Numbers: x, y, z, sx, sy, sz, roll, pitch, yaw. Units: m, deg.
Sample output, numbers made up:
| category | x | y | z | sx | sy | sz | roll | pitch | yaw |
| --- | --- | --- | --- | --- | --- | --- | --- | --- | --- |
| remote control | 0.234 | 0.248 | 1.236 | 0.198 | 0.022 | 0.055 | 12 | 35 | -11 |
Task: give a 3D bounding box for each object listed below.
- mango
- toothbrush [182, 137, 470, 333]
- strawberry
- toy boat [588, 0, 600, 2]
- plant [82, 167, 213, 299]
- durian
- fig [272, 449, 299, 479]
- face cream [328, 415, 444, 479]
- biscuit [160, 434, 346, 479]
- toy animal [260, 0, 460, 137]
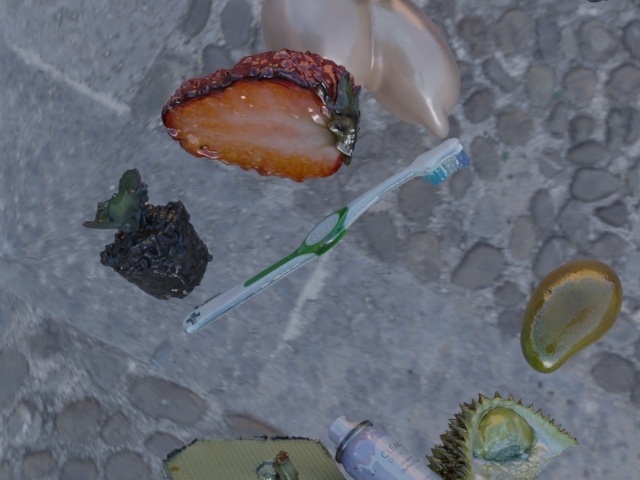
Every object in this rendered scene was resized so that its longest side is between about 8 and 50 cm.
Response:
| category | x | y | z | sx | sy | sz | roll | pitch | yaw |
| --- | --- | --- | --- | --- | --- | --- | --- | --- | --- |
| mango | 0.406 | 0.119 | 1.752 | 0.136 | 0.099 | 0.227 | 42 | 68 | 6 |
| toothbrush | -0.003 | -0.003 | 1.315 | 0.418 | 0.042 | 0.040 | -32 | 128 | 9 |
| strawberry | -0.065 | -0.168 | 1.282 | 0.236 | 0.190 | 0.111 | 4 | 54 | 10 |
| toy boat | 0.148 | -0.177 | 0.596 | 0.060 | 0.137 | 0.061 | -34 | 76 | 8 |
| plant | -0.269 | -0.005 | 1.665 | 0.203 | 0.131 | 0.142 | 42 | 56 | -29 |
| durian | 0.248 | 0.344 | 1.639 | 0.306 | 0.166 | 0.172 | -14 | 134 | -52 |
| fig | -0.035 | 0.358 | 1.253 | 0.143 | 0.160 | 0.231 | -32 | 124 | 10 |
| face cream | 0.102 | 0.306 | 1.355 | 0.229 | 0.075 | 0.075 | 36 | 77 | 24 |
| biscuit | -0.090 | 0.309 | 1.409 | 0.249 | 0.147 | 0.046 | 5 | 107 | -25 |
| toy animal | 0.028 | -0.283 | 1.578 | 0.246 | 0.277 | 0.345 | -35 | 110 | -11 |
